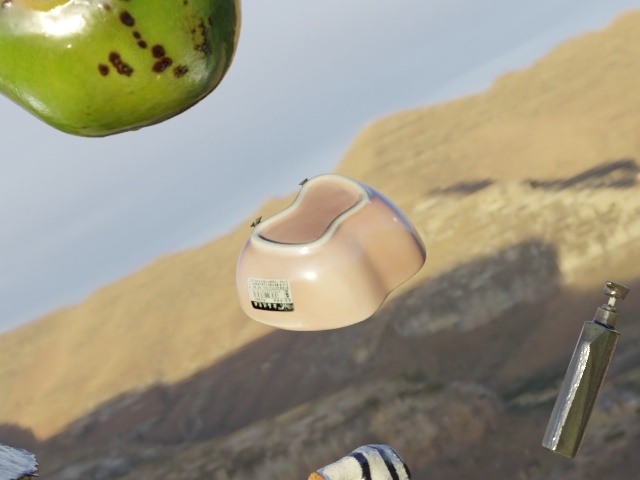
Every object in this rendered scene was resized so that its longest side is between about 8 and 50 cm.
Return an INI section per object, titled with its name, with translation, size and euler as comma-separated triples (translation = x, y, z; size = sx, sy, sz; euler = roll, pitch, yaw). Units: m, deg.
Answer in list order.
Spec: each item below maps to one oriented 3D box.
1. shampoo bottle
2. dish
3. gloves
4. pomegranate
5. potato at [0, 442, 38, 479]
[shampoo bottle]
translation = 0.205, 0.098, 1.105
size = 0.027, 0.137, 0.048
euler = 19, -1, 28
[dish]
translation = 0.000, 0.000, 1.577
size = 0.213, 0.090, 0.213
euler = -13, 35, 9
[gloves]
translation = 0.024, 0.376, 2.041
size = 0.219, 0.131, 0.140
euler = -34, -5, -37
[pomegranate]
translation = -0.143, -0.151, 0.871
size = 0.180, 0.180, 0.210
euler = -26, -10, 12
[potato]
translation = -0.467, 0.350, 1.650
size = 0.289, 0.237, 0.301
euler = 15, 0, 11
